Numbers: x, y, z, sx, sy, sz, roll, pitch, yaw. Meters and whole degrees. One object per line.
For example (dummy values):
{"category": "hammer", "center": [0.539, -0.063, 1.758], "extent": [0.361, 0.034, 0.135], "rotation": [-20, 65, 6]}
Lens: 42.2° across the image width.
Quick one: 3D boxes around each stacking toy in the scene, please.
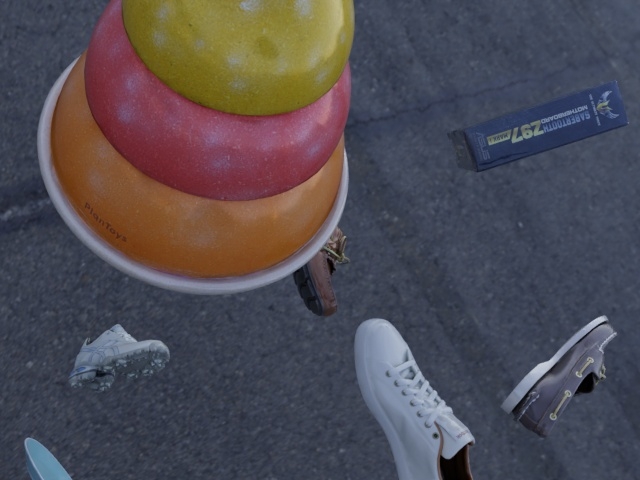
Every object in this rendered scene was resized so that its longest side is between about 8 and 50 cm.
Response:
{"category": "stacking toy", "center": [-0.073, -0.185, 0.772], "extent": [0.351, 0.480, 0.350], "rotation": [9, 62, -16]}

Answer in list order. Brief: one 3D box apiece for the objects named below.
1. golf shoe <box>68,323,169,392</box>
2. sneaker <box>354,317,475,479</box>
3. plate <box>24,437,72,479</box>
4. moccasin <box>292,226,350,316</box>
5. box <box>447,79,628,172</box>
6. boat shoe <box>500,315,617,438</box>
{"category": "golf shoe", "center": [-0.276, 0.148, 1.133], "extent": [0.069, 0.176, 0.085], "rotation": [35, 46, -45]}
{"category": "sneaker", "center": [0.145, 0.234, 1.130], "extent": [0.106, 0.123, 0.290], "rotation": [-19, 85, -46]}
{"category": "plate", "center": [-0.444, 0.412, 1.388], "extent": [0.024, 0.188, 0.188], "rotation": [-36, 89, -12]}
{"category": "moccasin", "center": [0.000, 0.002, 1.929], "extent": [0.147, 0.139, 0.379], "rotation": [-2, 51, -12]}
{"category": "box", "center": [0.265, -0.142, 1.056], "extent": [0.232, 0.184, 0.059], "rotation": [-67, 138, -83]}
{"category": "boat shoe", "center": [0.462, 0.247, 1.528], "extent": [0.324, 0.116, 0.097], "rotation": [-28, 62, -38]}
